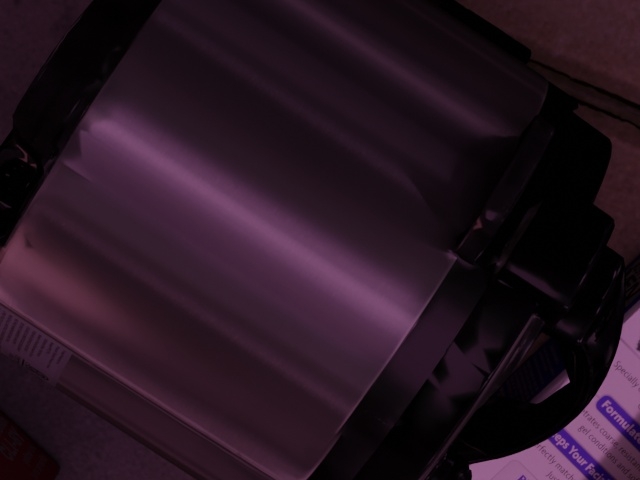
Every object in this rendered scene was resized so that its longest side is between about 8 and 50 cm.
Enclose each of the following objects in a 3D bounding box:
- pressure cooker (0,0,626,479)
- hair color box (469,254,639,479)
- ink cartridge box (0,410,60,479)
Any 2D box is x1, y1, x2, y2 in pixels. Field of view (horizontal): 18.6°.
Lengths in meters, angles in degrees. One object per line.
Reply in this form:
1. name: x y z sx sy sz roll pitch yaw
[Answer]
1. pressure cooker: -0.003 0.005 1.329 0.420 0.370 0.375 33 105 -1
2. hair color box: 0.204 0.184 1.490 0.339 0.110 0.185 -43 98 10
3. ink cartridge box: -0.436 0.156 1.481 0.279 0.160 0.384 -44 97 10
